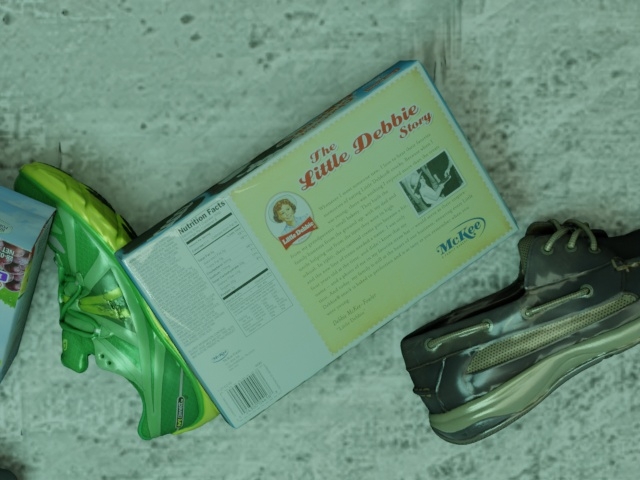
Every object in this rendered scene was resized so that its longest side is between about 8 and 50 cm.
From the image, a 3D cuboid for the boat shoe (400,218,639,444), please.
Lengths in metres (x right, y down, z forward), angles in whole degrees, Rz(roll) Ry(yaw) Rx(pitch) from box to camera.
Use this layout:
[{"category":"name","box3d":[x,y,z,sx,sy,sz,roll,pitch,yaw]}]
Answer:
[{"category":"boat shoe","box3d":[0.229,0.046,1.352,0.355,0.132,0.130,-35,94,2]}]

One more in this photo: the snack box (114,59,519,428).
[{"category":"snack box","box3d":[0.000,0.000,1.329,0.322,0.060,0.187,-34,103,-9]}]

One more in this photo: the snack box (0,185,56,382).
[{"category":"snack box","box3d":[-0.347,0.028,1.333,0.174,0.070,0.207,22,133,-1]}]

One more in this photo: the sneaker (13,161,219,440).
[{"category":"sneaker","box3d":[-0.202,0.059,1.365,0.123,0.109,0.295,-33,94,-1]}]

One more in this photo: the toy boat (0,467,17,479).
[{"category":"toy boat","box3d":[-0.280,0.311,1.336,0.151,0.151,0.231,-14,70,18]}]
